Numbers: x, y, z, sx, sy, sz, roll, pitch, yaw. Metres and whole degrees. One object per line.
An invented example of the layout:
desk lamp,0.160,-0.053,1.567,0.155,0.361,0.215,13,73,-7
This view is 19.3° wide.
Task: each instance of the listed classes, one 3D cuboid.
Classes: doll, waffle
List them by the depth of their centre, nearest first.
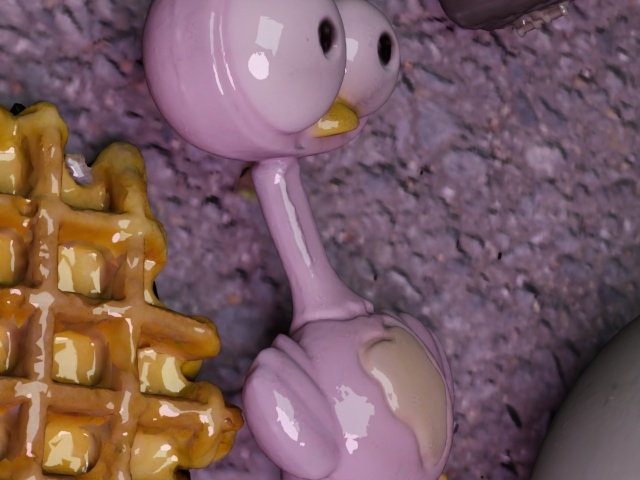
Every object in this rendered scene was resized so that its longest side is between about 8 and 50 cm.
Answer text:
waffle,-0.188,0.069,0.835,0.329,0.062,0.329,6,76,-26
doll,-0.001,0.000,0.914,0.160,0.094,0.365,-9,88,-55

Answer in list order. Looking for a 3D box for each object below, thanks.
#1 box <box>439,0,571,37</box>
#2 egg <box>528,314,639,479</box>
box,0.147,-0.201,0.978,0.129,0.210,0.148,-12,84,-35
egg,0.199,0.149,0.925,0.203,0.203,0.283,30,70,-17
